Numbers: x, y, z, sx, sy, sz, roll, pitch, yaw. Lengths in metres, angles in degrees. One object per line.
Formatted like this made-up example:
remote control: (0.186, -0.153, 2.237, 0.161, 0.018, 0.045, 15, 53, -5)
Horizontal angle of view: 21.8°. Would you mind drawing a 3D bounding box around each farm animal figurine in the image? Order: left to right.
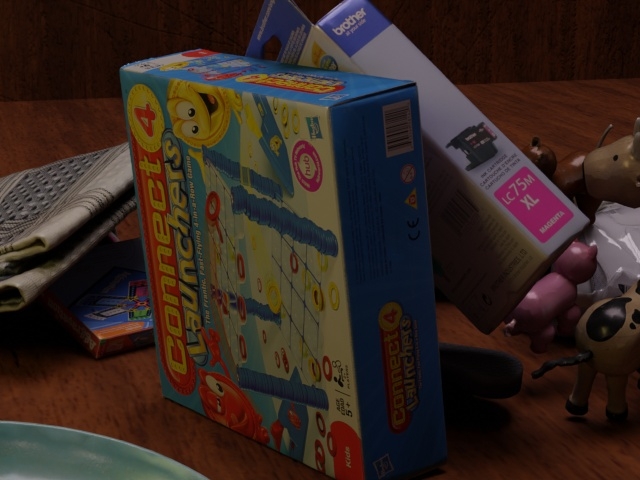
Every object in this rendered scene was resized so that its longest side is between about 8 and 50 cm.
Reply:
farm animal figurine: (0.315, -0.011, 1.491, 0.326, 0.172, 0.330, -3, 39, -7)

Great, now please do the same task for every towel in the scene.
towel: (-0.323, -0.013, 1.696, 0.312, 0.056, 0.324, -9, 24, 34)

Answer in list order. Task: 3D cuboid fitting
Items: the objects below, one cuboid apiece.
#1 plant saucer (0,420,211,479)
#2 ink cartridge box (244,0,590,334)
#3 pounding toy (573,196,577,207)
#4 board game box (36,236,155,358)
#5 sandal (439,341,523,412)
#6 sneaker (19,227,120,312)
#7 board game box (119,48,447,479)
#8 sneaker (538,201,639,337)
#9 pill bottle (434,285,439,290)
plant saucer: (-0.183, 0.200, 1.012, 0.317, 0.044, 0.317, 10, 19, -4)
ink cartridge box: (0.067, -0.076, 1.362, 0.065, 0.311, 0.186, -43, -8, -23)
pounding toy: (0.218, -0.041, 2.074, 0.206, 0.094, 0.181, -7, 13, -25)
board game box: (-0.161, 0.046, 1.735, 0.281, 0.027, 0.145, -12, 39, -43)
sandal: (0.089, 0.119, 1.487, 0.097, 0.054, 0.254, 1, 3, -33)
sneaker: (-0.278, 0.013, 1.861, 0.111, 0.103, 0.252, -1, 21, -7)
board game box: (-0.035, 0.013, 1.353, 0.086, 0.308, 0.302, -17, 19, -33)
sneaker: (0.287, 0.007, 1.757, 0.210, 0.137, 0.366, 0, 16, -11)
pill bottle: (0.077, -0.014, 1.877, 0.245, 0.130, 0.130, 5, 14, 24)
